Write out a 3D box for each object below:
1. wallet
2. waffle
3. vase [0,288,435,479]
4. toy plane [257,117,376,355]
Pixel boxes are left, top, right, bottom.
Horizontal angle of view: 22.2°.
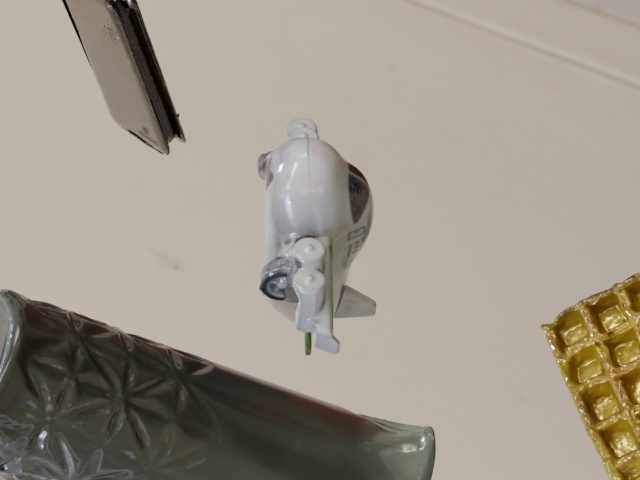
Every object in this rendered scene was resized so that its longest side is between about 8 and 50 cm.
[{"bbox_3d":[-0.189,-0.172,1.533,0.031,0.110,0.198,-40,-40,-21],"label":"wallet"},{"bbox_3d":[0.294,0.123,1.343,0.160,0.211,0.055,-31,-38,13],"label":"waffle"},{"bbox_3d":[-0.109,0.142,1.035,0.251,0.301,0.156,-40,39,25],"label":"vase"},{"bbox_3d":[-0.003,0.000,1.082,0.174,0.080,0.174,-3,-90,-90],"label":"toy plane"}]
